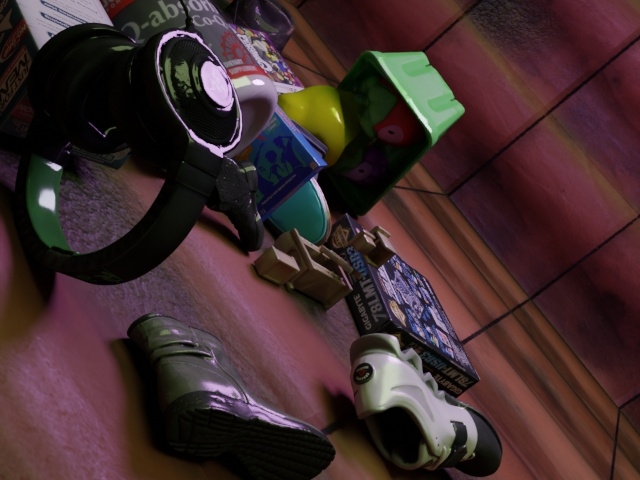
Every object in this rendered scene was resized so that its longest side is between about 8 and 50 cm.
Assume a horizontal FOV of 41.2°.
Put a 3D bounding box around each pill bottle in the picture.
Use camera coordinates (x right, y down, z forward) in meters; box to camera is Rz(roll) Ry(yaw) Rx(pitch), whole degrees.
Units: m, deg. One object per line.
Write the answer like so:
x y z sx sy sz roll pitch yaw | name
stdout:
-0.245 -0.293 1.282 0.363 0.210 0.210 53 17 13 | pill bottle

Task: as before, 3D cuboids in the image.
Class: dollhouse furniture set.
0.000 0.000 1.351 0.182 0.161 0.101 32 24 -48 | dollhouse furniture set

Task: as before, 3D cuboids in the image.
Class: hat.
-0.154 -0.594 2.320 0.331 0.134 0.331 45 16 -17 | hat

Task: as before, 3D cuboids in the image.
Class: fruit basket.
0.067 -0.227 1.834 0.283 0.392 0.392 56 17 9 | fruit basket

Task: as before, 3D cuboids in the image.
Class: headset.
-0.168 -0.142 0.879 0.243 0.394 0.185 13 -8 36 | headset

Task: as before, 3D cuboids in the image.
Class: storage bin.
-0.062 -0.163 1.700 0.135 0.098 0.091 36 48 -39 | storage bin

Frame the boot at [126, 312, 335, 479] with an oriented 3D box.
-0.090 0.164 0.916 0.246 0.083 0.161 36 16 -43 | boot

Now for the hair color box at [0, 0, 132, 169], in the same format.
-0.349 -0.256 1.073 0.174 0.105 0.347 18 31 -49 | hair color box

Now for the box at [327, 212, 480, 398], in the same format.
0.152 0.125 1.624 0.293 0.073 0.295 35 22 -39 | box

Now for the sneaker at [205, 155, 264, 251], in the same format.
-0.136 -0.056 1.260 0.089 0.170 0.051 -19 26 -38 | sneaker

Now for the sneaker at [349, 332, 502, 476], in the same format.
0.148 0.285 1.229 0.330 0.122 0.146 42 36 -28 | sneaker

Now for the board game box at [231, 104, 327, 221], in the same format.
-0.117 -0.151 1.389 0.210 0.160 0.047 51 17 6 | board game box

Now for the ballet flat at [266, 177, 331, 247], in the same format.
-0.105 -0.125 1.496 0.342 0.116 0.124 46 -3 1 | ballet flat

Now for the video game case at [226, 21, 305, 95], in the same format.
-0.145 -0.430 2.083 0.232 0.042 0.210 56 26 17 | video game case
